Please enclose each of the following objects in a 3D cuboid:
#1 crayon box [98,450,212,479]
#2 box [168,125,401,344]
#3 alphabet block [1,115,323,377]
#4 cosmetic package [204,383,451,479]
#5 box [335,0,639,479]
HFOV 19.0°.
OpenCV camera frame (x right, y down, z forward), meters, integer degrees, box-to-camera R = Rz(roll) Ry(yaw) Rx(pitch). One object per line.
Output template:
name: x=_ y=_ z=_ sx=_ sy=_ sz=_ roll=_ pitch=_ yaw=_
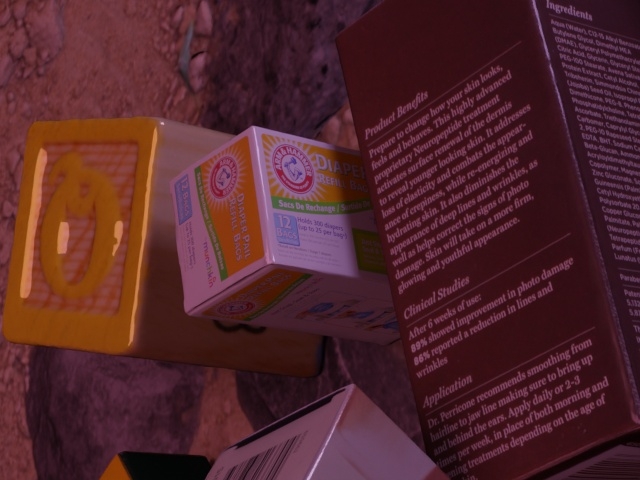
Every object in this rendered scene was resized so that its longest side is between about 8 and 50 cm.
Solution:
crayon box: x=-0.154 y=0.415 z=1.598 sx=0.363 sy=0.106 sz=0.313 roll=-56 pitch=47 yaw=26
box: x=0.000 y=0.000 z=1.429 sx=0.103 sy=0.203 sz=0.114 roll=-30 pitch=61 yaw=41
alphabet block: x=-0.123 y=0.007 z=1.573 sx=0.193 sy=0.197 sz=0.192 roll=-1 pitch=82 yaw=48
cosmetic package: x=0.054 y=0.252 z=1.241 sx=0.153 sy=0.296 sz=0.129 roll=-30 pitch=20 yaw=41
box: x=0.148 y=-0.012 z=1.316 sx=0.191 sy=0.143 sz=0.381 roll=-32 pitch=61 yaw=41
